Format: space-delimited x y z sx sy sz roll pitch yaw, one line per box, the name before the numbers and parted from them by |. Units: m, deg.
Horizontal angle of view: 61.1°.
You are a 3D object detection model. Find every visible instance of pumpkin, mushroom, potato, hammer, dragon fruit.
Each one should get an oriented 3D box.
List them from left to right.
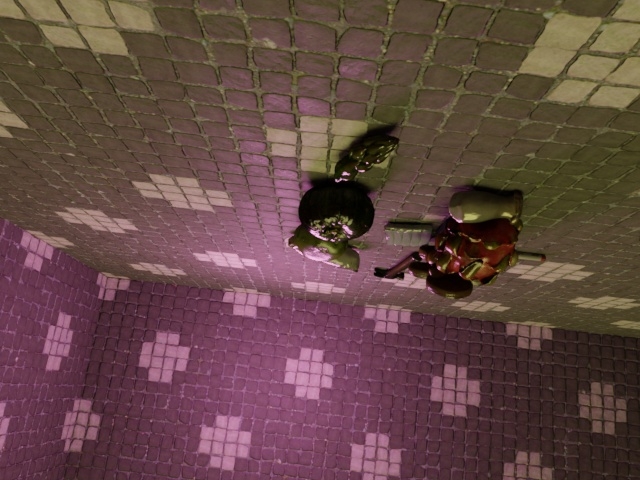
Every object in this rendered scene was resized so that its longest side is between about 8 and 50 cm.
potato | 0.000 0.000 2.016 0.186 0.149 0.253 10 164 -19
mushroom | 0.023 0.054 2.301 0.351 0.097 0.109 16 162 -22
pumpkin | 0.050 -0.080 1.688 0.238 0.159 0.238 9 161 3
hammer | 0.372 0.121 2.492 0.168 0.044 0.440 8 164 -10
dragon fruit | 0.469 0.015 1.692 0.307 0.243 0.227 11 -148 42
mushroom | 0.478 -0.096 1.564 0.212 0.097 0.088 6 152 3

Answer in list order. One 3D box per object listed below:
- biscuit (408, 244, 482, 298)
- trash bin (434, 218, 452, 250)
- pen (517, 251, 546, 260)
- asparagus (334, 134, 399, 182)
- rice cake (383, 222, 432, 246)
biscuit | 0.452 0.118 1.916 0.283 0.064 0.432 6 -160 10
trash bin | 0.532 0.001 1.893 0.236 0.101 0.177 9 166 1
pen | 0.759 0.057 2.123 0.239 0.028 0.028 6 165 0
asparagus | 0.106 -0.210 1.361 0.080 0.080 0.287 15 166 -26
rice cake | 0.324 -0.020 2.009 0.189 0.037 0.198 2 165 15
